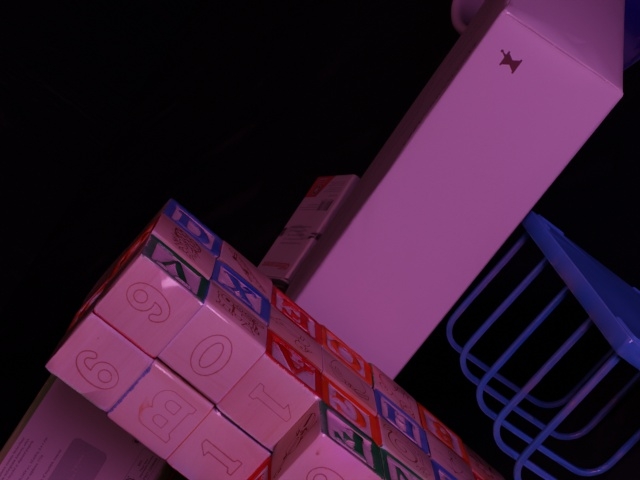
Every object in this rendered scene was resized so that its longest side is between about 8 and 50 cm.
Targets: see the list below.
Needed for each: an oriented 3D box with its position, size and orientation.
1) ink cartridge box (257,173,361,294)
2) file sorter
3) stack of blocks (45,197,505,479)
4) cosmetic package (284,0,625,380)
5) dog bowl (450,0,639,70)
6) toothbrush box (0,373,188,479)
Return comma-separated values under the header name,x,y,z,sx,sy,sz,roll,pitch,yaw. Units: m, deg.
name,x,y,z,sx,sy,sz,roll,pitch,yaw
ink cartridge box,0.000,0.000,1.213,0.135,0.056,0.099,-56,21,-12
file sorter,0.156,0.082,0.668,0.104,0.118,0.170,-50,21,14
stack of blocks,-0.010,0.119,0.668,0.087,0.297,0.171,-47,11,11
cosmetic package,0.078,-0.030,0.858,0.377,0.097,0.284,-55,0,29
dog bowl,0.250,-0.263,1.054,0.265,0.104,0.265,-43,23,23
toothbrush box,-0.160,0.188,0.975,0.206,0.122,0.283,-59,-12,-17
